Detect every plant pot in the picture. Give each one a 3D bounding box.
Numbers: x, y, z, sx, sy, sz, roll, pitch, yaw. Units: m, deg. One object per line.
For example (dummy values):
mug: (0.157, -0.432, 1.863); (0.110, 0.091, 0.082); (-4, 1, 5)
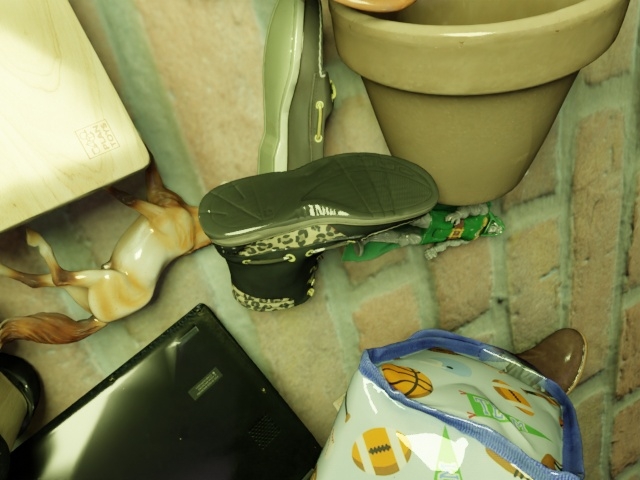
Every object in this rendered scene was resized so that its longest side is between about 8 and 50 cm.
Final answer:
plant pot: (0.156, -0.168, 0.502); (0.263, 0.263, 0.229); (-28, 136, -12)

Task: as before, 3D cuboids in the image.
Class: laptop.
laptop: (-0.190, 0.367, 0.605); (0.382, 0.236, 0.408); (-40, 94, -27)

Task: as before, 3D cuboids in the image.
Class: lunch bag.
lunch bag: (0.131, 0.288, 0.548); (0.385, 0.239, 0.328); (10, 105, -59)

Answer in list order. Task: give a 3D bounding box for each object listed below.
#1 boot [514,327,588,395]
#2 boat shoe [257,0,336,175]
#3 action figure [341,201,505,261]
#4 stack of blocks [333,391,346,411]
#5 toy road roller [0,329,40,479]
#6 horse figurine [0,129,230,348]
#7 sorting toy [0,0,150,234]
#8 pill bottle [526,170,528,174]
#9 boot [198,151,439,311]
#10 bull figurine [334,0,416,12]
boot: (0.332, 0.225, 0.808); (0.207, 0.090, 0.248); (33, 98, -33)
boat shoe: (-0.022, -0.145, 0.509); (0.068, 0.081, 0.228); (-4, 119, -25)
action figure: (0.153, -0.020, 0.636); (0.232, 0.063, 0.137); (-4, 138, -23)
stack of blocks: (0.138, 0.344, 0.769); (0.171, 0.087, 0.297); (-38, 120, -8)
toy road roller: (-0.428, 0.167, 0.383); (0.329, 0.202, 0.241); (-36, 108, -14)
horse figurine: (-0.200, 0.008, 0.479); (0.263, 0.066, 0.174); (-52, 135, -14)
sorting toy: (-0.303, -0.118, 0.351); (0.255, 0.089, 0.257); (-28, 101, -13)
pill bottle: (0.274, -0.133, 0.667); (0.043, 0.043, 0.083); (-24, 119, -14)
boot: (-0.001, -0.001, 0.523); (0.236, 0.085, 0.178); (-10, 147, -8)
bull figurine: (0.013, -0.328, 0.371); (0.188, 0.101, 0.310); (3, 75, -16)
